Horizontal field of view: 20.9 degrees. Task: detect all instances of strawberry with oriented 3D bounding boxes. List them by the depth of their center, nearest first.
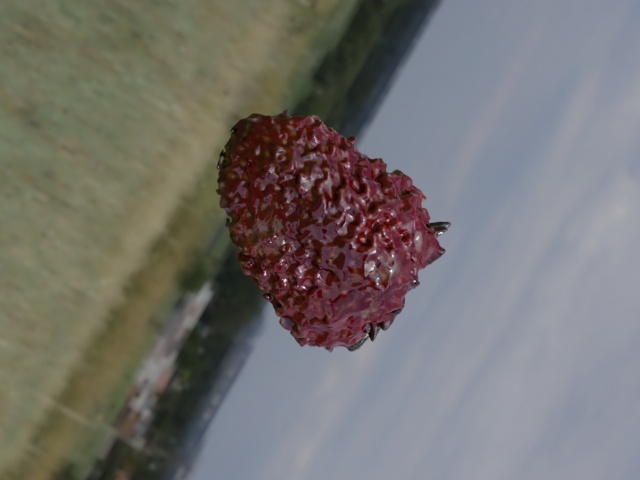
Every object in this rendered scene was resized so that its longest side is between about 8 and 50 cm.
[{"bbox_3d":[0.004,0.003,1.362,0.167,0.208,0.087,-59,-147,4],"label":"strawberry"}]
